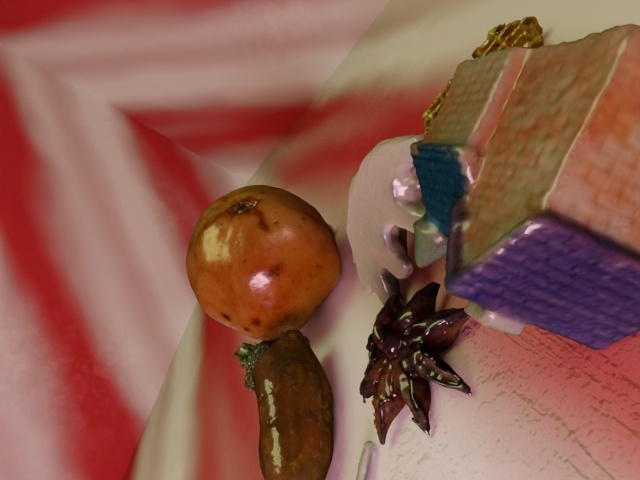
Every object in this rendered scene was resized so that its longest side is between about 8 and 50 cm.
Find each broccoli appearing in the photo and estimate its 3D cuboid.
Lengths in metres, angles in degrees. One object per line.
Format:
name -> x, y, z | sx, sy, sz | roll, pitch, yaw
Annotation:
broccoli -> -0.143, 0.306, 1.213 | 0.162, 0.137, 0.146 | 7, -75, -68

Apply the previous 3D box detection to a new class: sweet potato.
sweet potato -> -0.046, 0.330, 0.888 | 0.158, 0.157, 0.370 | -52, 31, 25

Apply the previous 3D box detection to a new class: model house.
model house -> 0.241, -0.040, 0.548 | 0.280, 0.245, 0.312 | -67, 17, 6

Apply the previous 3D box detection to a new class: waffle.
waffle -> 0.320, -0.304, 0.971 | 0.309, 0.065, 0.283 | 0, 65, 65

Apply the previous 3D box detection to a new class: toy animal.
toy animal -> 0.166, -0.041, 0.873 | 0.188, 0.308, 0.266 | -28, 18, -38

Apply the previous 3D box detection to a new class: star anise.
star anise -> 0.121, 0.171, 0.743 | 0.272, 0.102, 0.272 | -49, 25, 33

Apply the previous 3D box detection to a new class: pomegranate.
pomegranate -> -0.137, 0.067, 1.206 | 0.410, 0.410, 0.410 | -51, 21, 28

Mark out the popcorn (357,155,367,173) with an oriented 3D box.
popcorn -> 0.153, -0.113, 1.022 | 0.170, 0.180, 0.180 | -38, 8, -26

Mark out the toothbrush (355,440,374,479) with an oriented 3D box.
toothbrush -> 0.033, 0.467, 0.626 | 0.042, 0.040, 0.418 | 110, 180, -47

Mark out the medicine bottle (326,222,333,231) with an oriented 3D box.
medicine bottle -> 0.000, 0.000, 1.373 | 0.058, 0.058, 0.091 | -34, 33, 54
